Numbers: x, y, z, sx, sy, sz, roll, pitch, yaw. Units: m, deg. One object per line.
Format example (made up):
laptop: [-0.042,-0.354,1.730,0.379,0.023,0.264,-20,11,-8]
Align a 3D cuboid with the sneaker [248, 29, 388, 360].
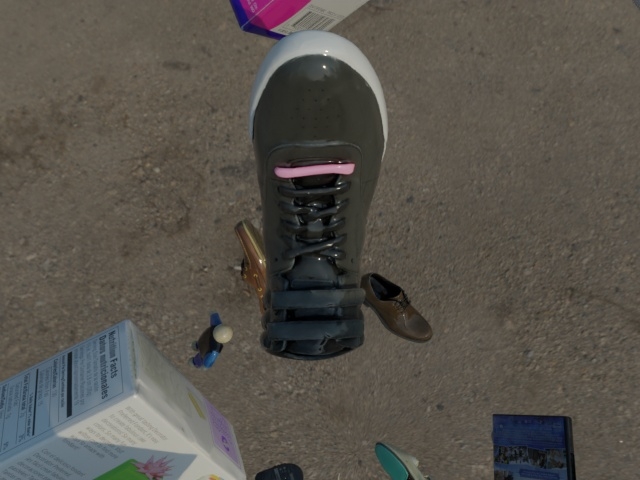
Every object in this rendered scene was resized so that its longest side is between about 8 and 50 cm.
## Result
sneaker: [0.000,0.000,0.393,0.105,0.295,0.146,-1,57,-3]

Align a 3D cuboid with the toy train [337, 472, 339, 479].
toy train: [-0.012,0.760,1.403,0.144,0.105,0.247,-4,78,23]

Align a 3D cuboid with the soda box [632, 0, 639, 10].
soda box: [0.282,-0.189,0.339,0.091,0.098,0.286,-8,61,-12]

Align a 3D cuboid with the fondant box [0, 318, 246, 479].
fondant box: [-0.272,0.249,0.511,0.331,0.238,0.096,-26,43,-3]

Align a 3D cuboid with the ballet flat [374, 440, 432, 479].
ballet flat: [0.244,0.622,1.339,0.086,0.086,0.248,-36,63,-10]

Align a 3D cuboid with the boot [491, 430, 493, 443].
boot: [0.433,0.622,1.209,0.223,0.118,0.338,-33,77,31]

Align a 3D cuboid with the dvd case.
dvd case: [0.429,0.485,1.032,0.022,0.180,0.252,19,66,-30]

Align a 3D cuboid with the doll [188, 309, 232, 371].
doll: [-0.224,0.205,1.037,0.046,0.189,0.129,16,60,-22]

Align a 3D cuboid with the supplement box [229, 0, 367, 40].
supplement box: [0.022,-0.276,0.425,0.220,0.111,0.113,-23,88,31]

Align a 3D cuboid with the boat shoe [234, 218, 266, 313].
boat shoe: [-0.105,0.050,0.849,0.060,0.064,0.177,-21,112,4]

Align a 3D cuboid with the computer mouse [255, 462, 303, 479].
computer mouse: [-0.142,0.520,1.059,0.242,0.041,0.071,-1,60,-33]

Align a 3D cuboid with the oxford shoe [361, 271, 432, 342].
oxford shoe: [0.183,0.163,1.224,0.227,0.096,0.082,38,60,0]
